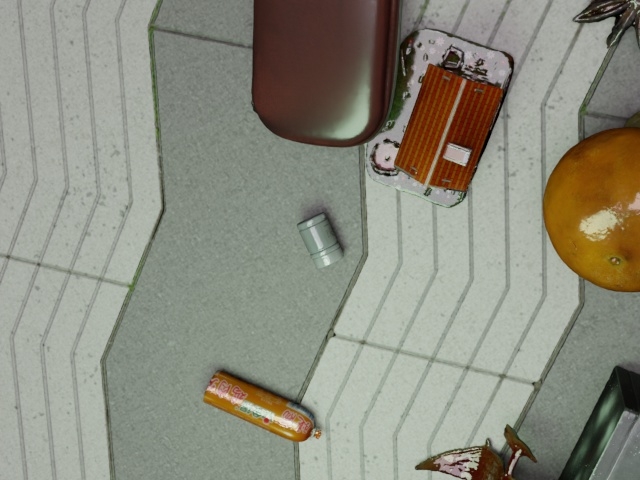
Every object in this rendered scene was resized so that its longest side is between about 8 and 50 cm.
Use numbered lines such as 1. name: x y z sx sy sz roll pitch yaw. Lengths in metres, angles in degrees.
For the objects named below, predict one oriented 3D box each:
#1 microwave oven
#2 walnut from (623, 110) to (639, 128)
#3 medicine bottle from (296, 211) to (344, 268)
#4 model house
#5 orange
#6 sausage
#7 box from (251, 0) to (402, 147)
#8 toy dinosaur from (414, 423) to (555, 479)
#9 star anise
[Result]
1. microwave oven: 0.573 0.499 1.833 0.374 0.236 0.432 25 105 7
2. walnut: 0.553 -0.179 1.789 0.092 0.092 0.092 2 101 12
3. medicine bottle: 0.000 0.000 1.952 0.058 0.058 0.091 -23 95 15
4. model house: 0.193 -0.206 1.823 0.207 0.154 0.294 21 105 6
5. orange: 0.502 -0.046 1.729 0.283 0.226 0.284 13 137 13
6. sausage: -0.106 0.324 2.031 0.234 0.071 0.071 22 104 7
7. box: 0.007 -0.353 1.786 0.263 0.108 0.404 11 115 16
8. toy dinosaur: 0.304 0.443 1.856 0.112 0.327 0.207 15 117 -24
9. star anise: 0.546 -0.406 1.745 0.262 0.081 0.230 -9 99 25
